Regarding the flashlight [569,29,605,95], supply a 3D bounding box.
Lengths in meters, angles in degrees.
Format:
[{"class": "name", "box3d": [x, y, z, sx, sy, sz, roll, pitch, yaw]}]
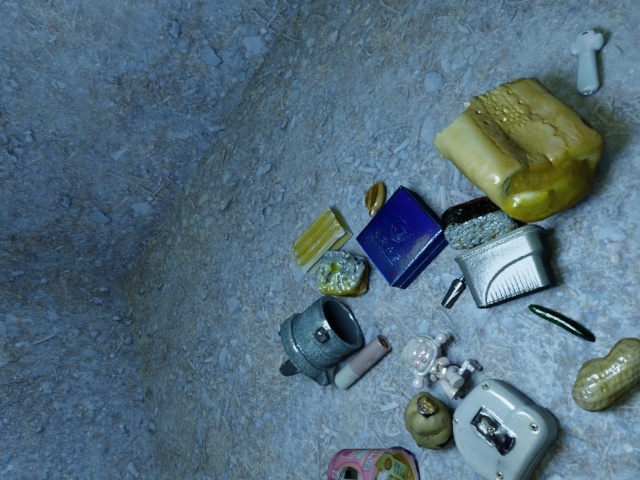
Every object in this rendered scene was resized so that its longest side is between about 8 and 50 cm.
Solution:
[{"class": "flashlight", "box3d": [0.802, -0.530, 1.295, 0.093, 0.047, 0.201, -6, 77, 44]}]

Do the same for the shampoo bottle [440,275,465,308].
[{"class": "shampoo bottle", "box3d": [0.451, 0.164, 1.444, 0.048, 0.027, 0.137, 40, 106, 41]}]

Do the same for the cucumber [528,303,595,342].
[{"class": "cucumber", "box3d": [0.671, 0.225, 1.206, 0.184, 0.033, 0.036, 31, 82, 43]}]

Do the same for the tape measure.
[{"class": "tape measure", "box3d": [0.503, 0.547, 1.208, 0.265, 0.130, 0.258, 34, 105, 45]}]

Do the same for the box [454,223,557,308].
[{"class": "box", "box3d": [0.564, 0.085, 1.293, 0.274, 0.138, 0.178, -30, 64, 38]}]

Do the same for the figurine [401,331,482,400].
[{"class": "figurine", "box3d": [0.368, 0.387, 1.394, 0.256, 0.144, 0.182, 35, 123, 42]}]

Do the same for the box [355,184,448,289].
[{"class": "box", "box3d": [0.301, -0.011, 1.587, 0.279, 0.116, 0.261, -52, 49, 22]}]

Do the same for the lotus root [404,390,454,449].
[{"class": "lotus root", "box3d": [0.336, 0.554, 1.328, 0.140, 0.257, 0.154, -34, 51, -17]}]

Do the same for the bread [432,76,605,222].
[{"class": "bread", "box3d": [0.574, -0.234, 1.256, 0.360, 0.250, 0.394, -26, 57, -3]}]

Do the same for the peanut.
[{"class": "peanut", "box3d": [0.722, 0.333, 1.077, 0.226, 0.095, 0.108, -53, 51, 18]}]

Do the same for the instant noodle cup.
[{"class": "instant noodle cup", "box3d": [0.159, 0.788, 1.422, 0.255, 0.243, 0.244, -20, 64, 49]}]

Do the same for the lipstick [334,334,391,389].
[{"class": "lipstick", "box3d": [0.155, 0.458, 1.616, 0.254, 0.070, 0.070, -49, 49, 23]}]

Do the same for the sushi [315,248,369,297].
[{"class": "sushi", "box3d": [0.097, 0.132, 1.723, 0.274, 0.139, 0.184, -1, 80, 41]}]

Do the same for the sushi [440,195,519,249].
[{"class": "sushi", "box3d": [0.502, -0.055, 1.363, 0.225, 0.136, 0.126, -18, 40, 19]}]

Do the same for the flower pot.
[{"class": "flower pot", "box3d": [-0.011, 0.397, 1.655, 0.282, 0.299, 0.299, -39, 53, 21]}]

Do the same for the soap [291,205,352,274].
[{"class": "soap", "box3d": [0.000, 0.000, 1.894, 0.274, 0.089, 0.174, -46, 49, 24]}]

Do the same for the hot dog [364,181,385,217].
[{"class": "hot dog", "box3d": [0.223, -0.165, 1.750, 0.089, 0.060, 0.141, -5, 68, 48]}]
